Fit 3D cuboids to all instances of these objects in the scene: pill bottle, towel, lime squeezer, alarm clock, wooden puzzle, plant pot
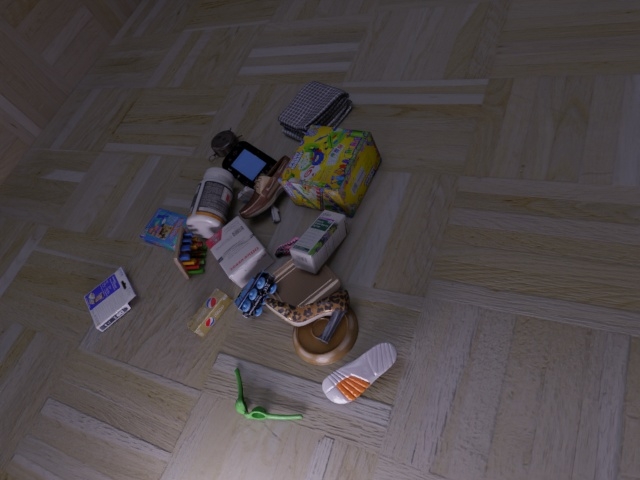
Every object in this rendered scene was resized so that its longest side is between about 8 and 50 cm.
[{"bbox_3d":[-0.456,-0.161,2.093,0.162,0.162,0.278,-4,57,22],"label":"pill bottle"},{"bbox_3d":[-0.031,-0.573,2.204,0.235,0.121,0.283,32,76,37],"label":"towel"},{"bbox_3d":[-0.202,0.531,1.597,0.311,0.058,0.110,23,40,36],"label":"lime squeezer"},{"bbox_3d":[-0.469,-0.450,2.360,0.129,0.064,0.192,26,75,35],"label":"alarm clock"},{"bbox_3d":[-0.065,0.156,1.770,0.221,0.044,0.238,-38,45,-4],"label":"wooden puzzle"},{"bbox_3d":[0.010,0.298,1.660,0.237,0.032,0.236,-11,54,16],"label":"plant pot"}]

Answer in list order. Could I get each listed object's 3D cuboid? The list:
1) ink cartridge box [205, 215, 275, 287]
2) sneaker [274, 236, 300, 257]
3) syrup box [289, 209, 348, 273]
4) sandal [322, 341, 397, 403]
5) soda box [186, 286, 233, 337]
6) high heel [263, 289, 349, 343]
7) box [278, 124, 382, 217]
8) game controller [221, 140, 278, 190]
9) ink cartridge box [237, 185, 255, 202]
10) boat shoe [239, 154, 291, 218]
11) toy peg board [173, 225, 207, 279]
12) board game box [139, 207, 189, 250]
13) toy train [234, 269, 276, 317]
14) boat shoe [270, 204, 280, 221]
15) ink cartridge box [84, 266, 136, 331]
[{"bbox_3d":[-0.315,0.043,1.932,0.172,0.100,0.237,-40,50,-5],"label":"ink cartridge box"},{"bbox_3d":[-0.118,0.036,1.889,0.119,0.047,0.057,-31,63,4],"label":"sneaker"},{"bbox_3d":[0.000,0.000,1.783,0.093,0.096,0.237,17,50,30],"label":"syrup box"},{"bbox_3d":[0.130,0.402,1.507,0.265,0.076,0.101,-37,74,12],"label":"sandal"},{"bbox_3d":[-0.414,0.269,1.853,0.061,0.058,0.181,28,72,35],"label":"soda box"},{"bbox_3d":[-0.041,0.201,1.643,0.261,0.093,0.186,27,77,10],"label":"high heel"},{"bbox_3d":[0.041,-0.276,1.936,0.279,0.177,0.289,16,67,32],"label":"box"},{"bbox_3d":[-0.313,-0.331,2.204,0.166,0.067,0.319,-46,52,-10],"label":"game controller"},{"bbox_3d":[-0.308,-0.199,2.102,0.083,0.048,0.028,-36,42,39],"label":"ink cartridge box"},{"bbox_3d":[-0.223,-0.222,2.038,0.324,0.116,0.123,-47,26,-16],"label":"boat shoe"},{"bbox_3d":[-0.516,0.048,1.992,0.079,0.160,0.161,-4,56,3],"label":"toy peg board"},{"bbox_3d":[-0.677,-0.050,2.191,0.210,0.047,0.160,16,65,32],"label":"board game box"},{"bbox_3d":[-0.231,0.187,1.779,0.184,0.080,0.105,-58,36,5],"label":"toy train"},{"bbox_3d":[-0.184,-0.115,2.026,0.035,0.035,0.100,-5,46,-13],"label":"boat shoe"},{"bbox_3d":[-0.877,0.243,2.087,0.208,0.045,0.206,-40,51,-4],"label":"ink cartridge box"}]
